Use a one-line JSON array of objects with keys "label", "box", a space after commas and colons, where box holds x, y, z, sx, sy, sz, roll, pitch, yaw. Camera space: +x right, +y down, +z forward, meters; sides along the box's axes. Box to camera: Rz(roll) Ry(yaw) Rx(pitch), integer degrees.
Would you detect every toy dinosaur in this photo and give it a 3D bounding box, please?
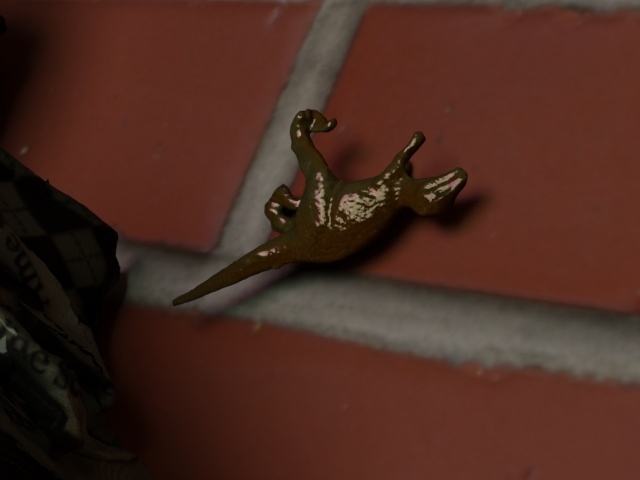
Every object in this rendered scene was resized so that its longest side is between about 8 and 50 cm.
[{"label": "toy dinosaur", "box": [0.000, 0.000, 1.094, 0.162, 0.039, 0.126, -53, 44, 0]}]

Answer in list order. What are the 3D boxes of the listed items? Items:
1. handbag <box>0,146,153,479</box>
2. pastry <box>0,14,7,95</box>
[{"label": "handbag", "box": [-0.172, 0.092, 0.992, 0.180, 0.316, 0.416, -38, 49, 13]}, {"label": "pastry", "box": [-0.339, -0.125, 1.306, 0.193, 0.275, 0.275, 15, 72, 30]}]
